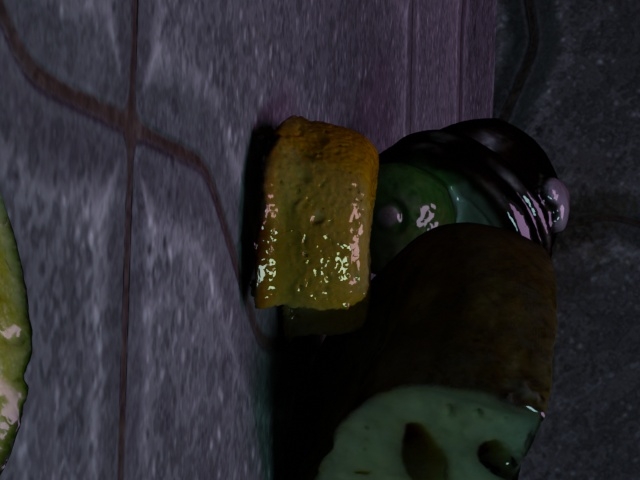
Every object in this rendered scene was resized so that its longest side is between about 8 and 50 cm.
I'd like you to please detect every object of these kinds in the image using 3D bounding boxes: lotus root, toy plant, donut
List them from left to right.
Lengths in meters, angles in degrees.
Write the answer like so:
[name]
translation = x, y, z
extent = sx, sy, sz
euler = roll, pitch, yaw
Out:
[donut]
translation = 0.001, -0.011, 1.299
extent = 0.181, 0.078, 0.146
euler = 59, 36, -75
[lotus root]
translation = 0.072, 0.096, 1.389
extent = 0.260, 0.149, 0.267
euler = -75, -177, -47
[toy plant]
translation = 0.092, 0.014, 1.619
extent = 0.235, 0.175, 0.218
euler = -41, 130, -39

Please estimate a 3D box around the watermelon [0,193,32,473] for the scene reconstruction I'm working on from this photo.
[watermelon]
translation = -0.141, 0.047, 0.518
extent = 0.092, 0.075, 0.181
euler = 57, 35, -21
